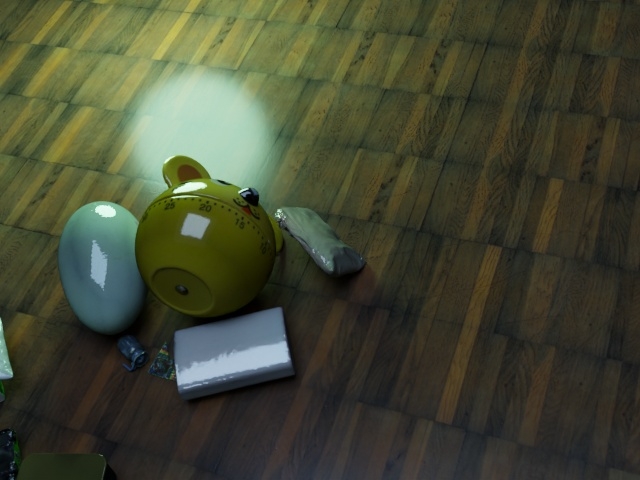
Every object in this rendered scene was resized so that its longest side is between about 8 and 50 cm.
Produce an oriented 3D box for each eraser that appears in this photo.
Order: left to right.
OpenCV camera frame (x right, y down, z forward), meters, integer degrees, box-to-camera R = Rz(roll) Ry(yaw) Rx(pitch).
[{"bbox_3d":[-0.204,0.263,1.928,0.270,0.094,0.174,-14,51,1],"label":"eraser"}]

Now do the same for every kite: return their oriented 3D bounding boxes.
[{"bbox_3d":[-0.376,0.303,1.989,0.090,0.004,0.122,-28,53,-11],"label":"kite"}]

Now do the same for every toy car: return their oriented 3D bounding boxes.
[{"bbox_3d":[-0.717,0.509,1.861,0.071,0.062,0.165,-17,51,-3],"label":"toy car"}]

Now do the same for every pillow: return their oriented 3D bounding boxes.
[{"bbox_3d":[0.000,0.000,2.075,0.270,0.173,0.067,44,115,32],"label":"pillow"}]

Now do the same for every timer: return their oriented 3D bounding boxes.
[{"bbox_3d":[-0.265,-0.014,2.003,0.376,0.376,0.387,4,43,15],"label":"timer"}]

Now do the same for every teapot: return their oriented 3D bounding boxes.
[{"bbox_3d":[-0.465,0.273,2.001,0.063,0.049,0.083,-39,55,-18],"label":"teapot"}]

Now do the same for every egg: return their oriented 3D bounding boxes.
[{"bbox_3d":[-0.540,0.067,2.065,0.230,0.230,0.370,-16,59,-1],"label":"egg"}]

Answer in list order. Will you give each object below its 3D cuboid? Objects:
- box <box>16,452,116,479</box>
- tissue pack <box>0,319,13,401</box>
[{"bbox_3d":[-0.554,0.547,1.781,0.201,0.090,0.144,-3,52,9],"label":"box"},{"bbox_3d":[-0.842,0.287,2.005,0.156,0.148,0.209,-27,52,-10],"label":"tissue pack"}]
